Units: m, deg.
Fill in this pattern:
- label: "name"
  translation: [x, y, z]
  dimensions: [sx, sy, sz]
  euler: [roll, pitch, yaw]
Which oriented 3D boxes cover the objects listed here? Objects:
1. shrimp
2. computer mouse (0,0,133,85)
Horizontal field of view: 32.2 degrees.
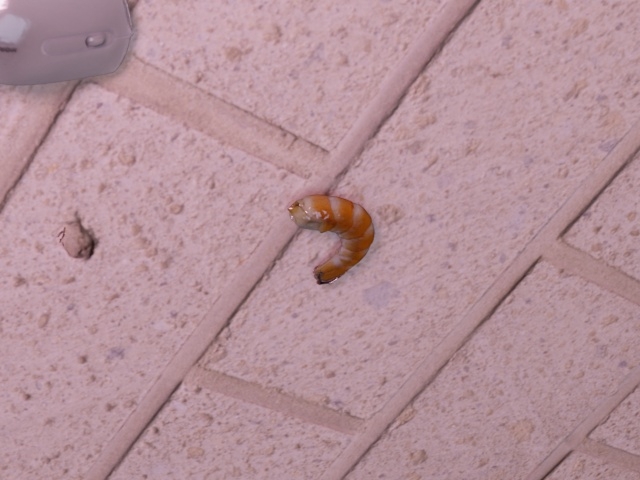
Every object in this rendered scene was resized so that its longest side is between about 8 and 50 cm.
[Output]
- label: "shrimp"
  translation: [0.000, 0.000, 1.703]
  dimensions: [0.161, 0.049, 0.166]
  euler: [10, 131, -26]
- label: "computer mouse"
  translation: [-0.345, -0.254, 1.374]
  dimensions: [0.230, 0.079, 0.128]
  euler: [-4, 131, -18]
